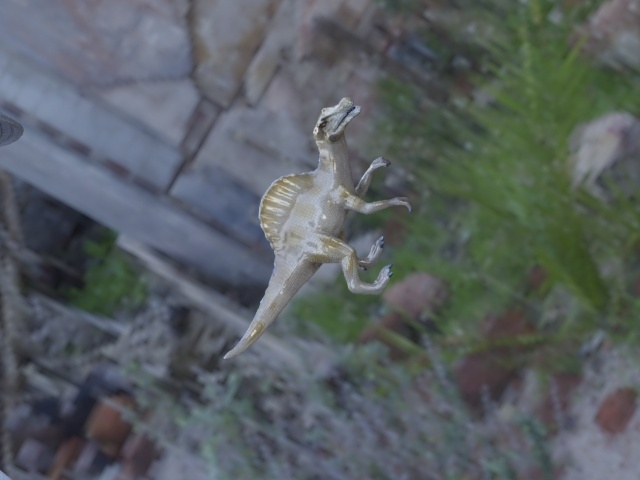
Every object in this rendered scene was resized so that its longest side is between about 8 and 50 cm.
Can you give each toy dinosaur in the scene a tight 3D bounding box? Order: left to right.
[{"bbox_3d":[0.000,0.000,1.155,0.053,0.093,0.183,-154,86,-75],"label":"toy dinosaur"}]

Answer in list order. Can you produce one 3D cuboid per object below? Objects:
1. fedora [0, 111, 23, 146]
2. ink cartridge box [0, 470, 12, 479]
[{"bbox_3d":[-0.336,-0.046,1.136,0.244,0.275,0.124,0,74,36],"label":"fedora"},{"bbox_3d":[-0.271,0.274,1.140,0.307,0.072,0.303,22,102,58],"label":"ink cartridge box"}]
